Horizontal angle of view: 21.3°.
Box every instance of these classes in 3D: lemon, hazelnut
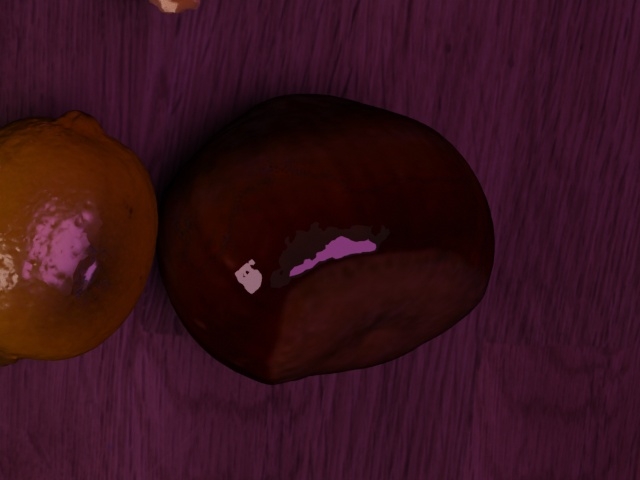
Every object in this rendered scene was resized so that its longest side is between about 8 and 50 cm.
[{"bbox_3d":[-0.311,-0.003,1.942,0.260,0.260,0.284,-6,93,-23],"label":"lemon"},{"bbox_3d":[0.000,0.000,2.049,0.409,0.359,0.359,-3,103,-24],"label":"hazelnut"}]

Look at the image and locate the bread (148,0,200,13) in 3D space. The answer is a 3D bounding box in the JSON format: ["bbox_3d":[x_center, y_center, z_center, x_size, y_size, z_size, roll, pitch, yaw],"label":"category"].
[{"bbox_3d":[-0.110,-0.366,1.993,0.211,0.183,0.224,10,99,-32],"label":"bread"}]
